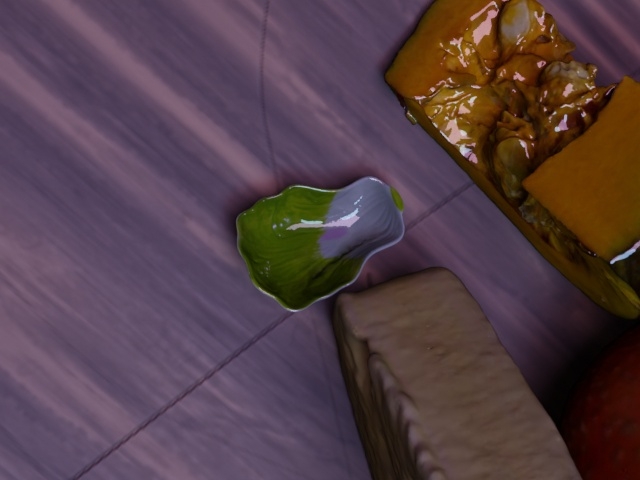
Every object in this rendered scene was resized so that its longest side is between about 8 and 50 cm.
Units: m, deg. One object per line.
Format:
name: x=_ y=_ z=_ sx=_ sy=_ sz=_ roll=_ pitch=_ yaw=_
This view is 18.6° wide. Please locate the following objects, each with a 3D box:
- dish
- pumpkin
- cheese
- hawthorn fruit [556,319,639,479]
dish: x=0.000 y=0.000 z=1.500 sx=0.137 sy=0.039 sz=0.091 roll=-25 pitch=80 yaw=-18
pumpkin: x=0.194 y=-0.070 z=1.468 sx=0.280 sy=0.190 sz=0.139 roll=44 pitch=85 yaw=-13
cheese: x=0.125 y=0.219 z=1.395 sx=0.104 sy=0.384 sz=0.383 roll=-17 pitch=99 yaw=-8
hawthorn fruit: x=0.310 y=0.184 z=1.467 sx=0.275 sy=0.299 sz=0.275 roll=-5 pitch=111 yaw=-14
